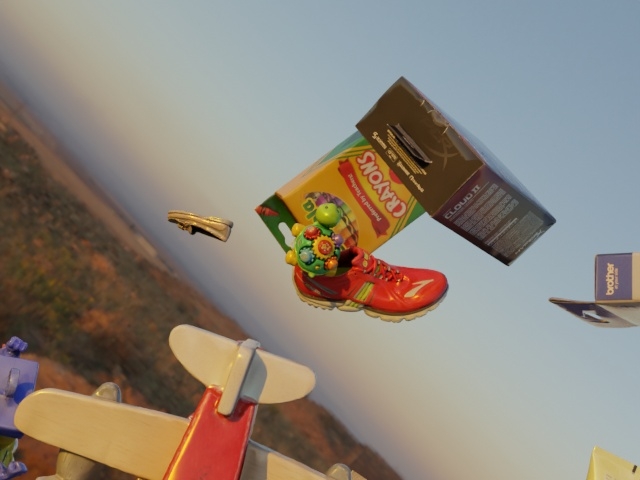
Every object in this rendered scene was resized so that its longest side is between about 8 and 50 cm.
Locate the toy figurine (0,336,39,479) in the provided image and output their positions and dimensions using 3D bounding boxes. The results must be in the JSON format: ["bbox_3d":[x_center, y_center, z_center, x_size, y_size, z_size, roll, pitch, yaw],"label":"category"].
[{"bbox_3d":[-0.465,0.247,1.249,0.191,0.217,0.363,24,44,-25],"label":"toy figurine"}]

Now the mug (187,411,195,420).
[{"bbox_3d":[-0.181,0.388,1.625,0.169,0.150,0.113,39,-19,33],"label":"mug"}]

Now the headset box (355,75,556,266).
[{"bbox_3d":[0.198,-0.105,1.411,0.293,0.110,0.218,26,23,-51],"label":"headset box"}]

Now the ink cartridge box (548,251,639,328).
[{"bbox_3d":[0.418,0.052,0.992,0.311,0.065,0.185,-7,-16,32],"label":"ink cartridge box"}]

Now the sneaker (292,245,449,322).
[{"bbox_3d":[0.086,0.066,1.648,0.107,0.278,0.118,-81,171,-47],"label":"sneaker"}]

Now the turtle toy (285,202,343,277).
[{"bbox_3d":[0.000,0.000,1.594,0.095,0.130,0.066,16,-12,-20],"label":"turtle toy"}]

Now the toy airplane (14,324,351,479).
[{"bbox_3d":[-0.148,0.302,1.194,0.386,0.384,0.272,61,-15,17],"label":"toy airplane"}]

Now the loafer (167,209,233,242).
[{"bbox_3d":[-0.213,-0.025,1.638,0.125,0.039,0.045,9,-13,19],"label":"loafer"}]

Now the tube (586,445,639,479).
[{"bbox_3d":[0.277,0.336,0.943,0.062,0.240,0.070,10,-20,46],"label":"tube"}]

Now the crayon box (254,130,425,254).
[{"bbox_3d":[0.057,-0.073,1.844,0.202,0.318,0.081,54,-5,-18],"label":"crayon box"}]

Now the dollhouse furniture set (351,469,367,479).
[{"bbox_3d":[0.083,0.437,1.341,0.182,0.101,0.161,32,-27,10],"label":"dollhouse furniture set"}]
